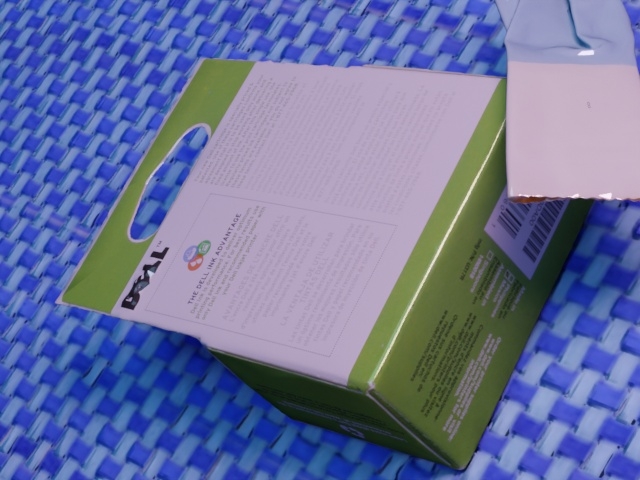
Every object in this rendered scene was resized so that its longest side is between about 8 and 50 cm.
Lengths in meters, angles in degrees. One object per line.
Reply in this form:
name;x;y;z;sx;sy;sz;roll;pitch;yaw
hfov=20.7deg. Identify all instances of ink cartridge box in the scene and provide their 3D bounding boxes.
ink cartridge box;0.000;0.000;0.984;0.255;0.097;0.188;11;66;44

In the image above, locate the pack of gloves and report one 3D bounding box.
pack of gloves;0.184;-0.093;0.917;0.195;0.046;0.232;0;49;-1
